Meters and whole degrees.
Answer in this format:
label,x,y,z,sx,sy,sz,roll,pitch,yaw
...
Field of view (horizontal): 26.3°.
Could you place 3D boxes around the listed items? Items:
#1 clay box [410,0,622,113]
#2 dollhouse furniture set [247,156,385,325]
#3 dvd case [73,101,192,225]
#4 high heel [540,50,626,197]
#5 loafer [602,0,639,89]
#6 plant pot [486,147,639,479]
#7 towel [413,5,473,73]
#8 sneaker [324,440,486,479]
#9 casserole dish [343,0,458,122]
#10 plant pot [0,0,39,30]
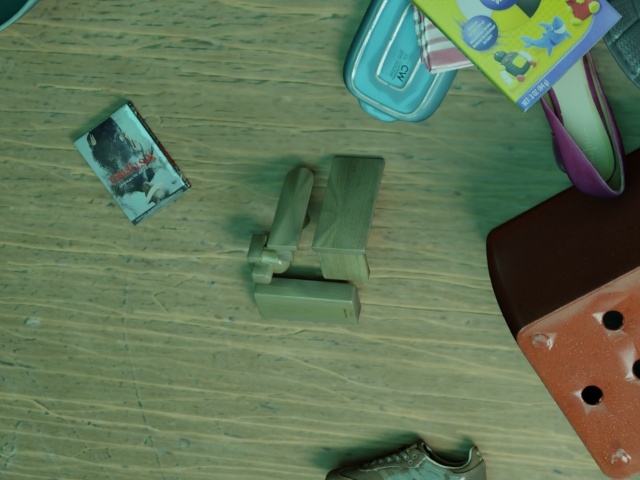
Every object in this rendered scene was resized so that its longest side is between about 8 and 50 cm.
label,x,y,z,sx,sy,sz,roll,pitch,yaw
clay box,0.159,-0.241,1.290,0.222,0.053,0.127,45,97,2
dollhouse furniture set,0.000,0.000,1.527,0.144,0.123,0.151,4,145,14
dvd case,-0.214,-0.086,1.561,0.087,0.013,0.119,-32,100,23
high heel,0.240,-0.158,1.329,0.082,0.117,0.244,-16,109,-9
loafer,0.374,-0.153,1.331,0.109,0.095,0.302,-45,78,4
plant pot,0.325,0.081,1.353,0.267,0.236,0.267,-31,100,23
towel,0.158,-0.272,1.353,0.144,0.029,0.197,-12,108,-8
sneaker,0.098,0.265,1.587,0.188,0.066,0.071,2,93,9
casserole dish,0.092,-0.204,1.422,0.114,0.037,0.188,28,115,4
plant pot,-0.360,-0.361,1.399,0.290,0.195,0.290,5,111,13
